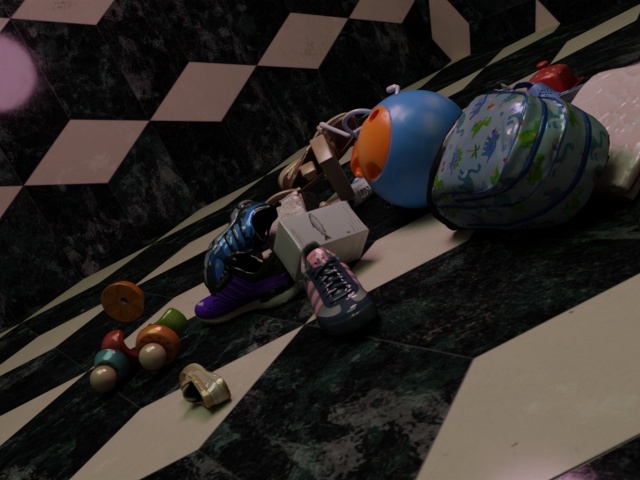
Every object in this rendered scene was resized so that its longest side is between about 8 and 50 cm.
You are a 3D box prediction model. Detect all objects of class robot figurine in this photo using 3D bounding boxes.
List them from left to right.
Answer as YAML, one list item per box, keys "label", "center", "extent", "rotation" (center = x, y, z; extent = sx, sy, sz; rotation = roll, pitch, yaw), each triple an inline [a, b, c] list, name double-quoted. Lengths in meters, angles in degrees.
- label: "robot figurine"
  center: [0.164, -0.278, 2.326]
  extent: [0.128, 0.158, 0.219]
  rotation: [-11, 39, 20]

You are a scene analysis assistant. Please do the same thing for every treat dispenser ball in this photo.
- label: "treat dispenser ball"
  center: [0.233, -0.222, 1.744]
  extent: [0.288, 0.288, 0.288]
  rotation: [-26, 15, 7]

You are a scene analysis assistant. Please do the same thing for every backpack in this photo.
- label: "backpack"
  center: [0.364, -0.149, 1.342]
  extent: [0.356, 0.273, 0.290]
  rotation: [23, 86, 55]

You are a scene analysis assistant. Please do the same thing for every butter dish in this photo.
- label: "butter dish"
  center: [0.701, -0.495, 2.193]
  extent: [0.160, 0.118, 0.160]
  rotation: [-11, 21, 46]

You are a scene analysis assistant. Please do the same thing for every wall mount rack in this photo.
- label: "wall mount rack"
  center: [0.171, -0.290, 2.002]
  extent: [0.304, 0.350, 0.130]
  rotation: [-23, 49, 42]

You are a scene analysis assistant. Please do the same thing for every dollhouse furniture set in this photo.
- label: "dollhouse furniture set"
  center: [-0.105, -0.145, 2.065]
  extent: [0.356, 0.173, 0.303]
  rotation: [-27, 43, 6]

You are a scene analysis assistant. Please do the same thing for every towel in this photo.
- label: "towel"
  center: [0.566, -0.216, 1.381]
  extent: [0.317, 0.053, 0.332]
  rotation: [-55, 18, -5]

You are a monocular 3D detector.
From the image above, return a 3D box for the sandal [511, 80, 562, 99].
- label: "sandal"
  center: [0.586, -0.351, 1.872]
  extent: [0.126, 0.138, 0.317]
  rotation: [-29, 16, -13]

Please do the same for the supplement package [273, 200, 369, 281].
- label: "supplement package"
  center: [0.000, 0.000, 1.605]
  extent: [0.179, 0.105, 0.105]
  rotation: [-19, -35, -28]

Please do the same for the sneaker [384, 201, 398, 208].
- label: "sneaker"
  center: [0.211, -0.106, 1.896]
  extent: [0.098, 0.038, 0.069]
  rotation: [-26, 13, 46]

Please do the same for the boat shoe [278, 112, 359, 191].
- label: "boat shoe"
  center: [0.010, -0.275, 2.297]
  extent: [0.342, 0.123, 0.123]
  rotation: [-43, 20, -7]

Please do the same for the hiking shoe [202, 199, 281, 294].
- label: "hiking shoe"
  center: [-0.218, 0.013, 1.939]
  extent: [0.132, 0.113, 0.304]
  rotation: [-3, 57, 44]

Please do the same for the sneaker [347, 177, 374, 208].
- label: "sneaker"
  center: [0.131, -0.154, 2.142]
  extent: [0.083, 0.071, 0.190]
  rotation: [-13, 20, 24]

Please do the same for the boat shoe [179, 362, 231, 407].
- label: "boat shoe"
  center: [-0.229, 0.271, 1.317]
  extent: [0.059, 0.063, 0.170]
  rotation: [-29, 14, -31]

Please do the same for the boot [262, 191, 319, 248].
- label: "boot"
  center: [-0.181, -0.048, 2.285]
  extent: [0.338, 0.118, 0.223]
  rotation: [-23, 7, -30]

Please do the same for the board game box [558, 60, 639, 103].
- label: "board game box"
  center: [0.650, -0.301, 1.578]
  extent: [0.201, 0.136, 0.035]
  rotation: [-21, 13, 26]

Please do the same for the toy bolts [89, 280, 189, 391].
- label: "toy bolts"
  center: [-0.450, 0.234, 1.618]
  extent: [0.228, 0.218, 0.158]
  rotation: [-41, 15, 22]

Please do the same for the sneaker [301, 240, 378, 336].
- label: "sneaker"
  center: [0.016, 0.086, 1.379]
  extent: [0.112, 0.131, 0.319]
  rotation: [-29, 15, -7]

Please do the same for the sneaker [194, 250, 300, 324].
- label: "sneaker"
  center: [-0.195, 0.098, 1.687]
  extent: [0.293, 0.146, 0.102]
  rotation: [-19, 17, 29]
